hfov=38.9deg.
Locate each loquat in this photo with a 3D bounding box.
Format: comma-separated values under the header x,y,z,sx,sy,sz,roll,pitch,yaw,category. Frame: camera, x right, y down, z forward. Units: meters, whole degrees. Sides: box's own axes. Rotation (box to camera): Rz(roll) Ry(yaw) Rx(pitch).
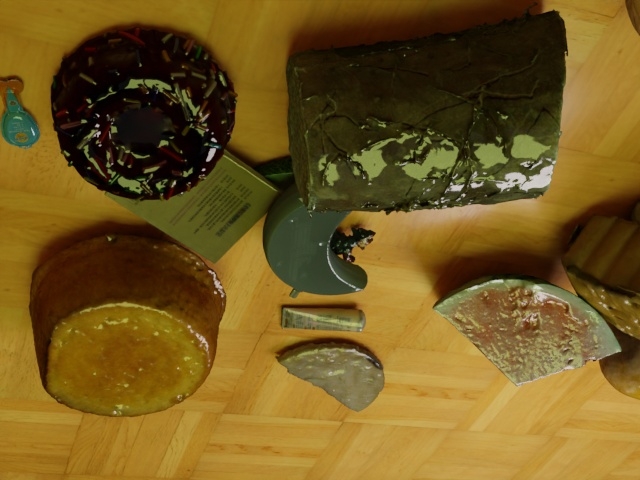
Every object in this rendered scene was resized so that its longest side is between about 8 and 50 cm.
x,y,z,sx,sy,sz,roll,pitch,yaw,category
0.603,0.185,1.599,0.238,0.193,0.238,7,154,4,loquat

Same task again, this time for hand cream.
x,y,z,sx,sy,sz,roll,pitch,yaw,category
0.005,0.133,1.527,0.143,0.039,0.061,4,143,-3,hand cream

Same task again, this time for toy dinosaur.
x,y,z,sx,sy,sz,roll,pitch,yaw,category
0.011,0.013,1.380,0.154,0.049,0.055,-15,141,-4,toy dinosaur

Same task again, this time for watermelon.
x,y,z,sx,sy,sz,roll,pitch,yaw,category
0.315,0.137,1.496,0.256,0.176,0.260,-23,114,42,watermelon

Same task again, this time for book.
x,y,z,sx,sy,sz,roll,pitch,yaw,category
-0.174,-0.064,1.250,0.192,0.013,0.168,35,122,-23,book

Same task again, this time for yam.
x,y,z,sx,sy,sz,roll,pitch,yaw,category
0.130,-0.150,1.103,0.348,0.241,0.241,-7,138,0,yam

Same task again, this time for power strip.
x,y,z,sx,sy,sz,roll,pitch,yaw,category
0.000,0.000,1.283,0.168,0.054,0.253,0,138,-11,power strip

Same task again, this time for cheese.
x,y,z,sx,sy,sz,roll,pitch,yaw,category
-0.382,-0.156,1.134,0.047,0.017,0.111,-8,138,-9,cheese

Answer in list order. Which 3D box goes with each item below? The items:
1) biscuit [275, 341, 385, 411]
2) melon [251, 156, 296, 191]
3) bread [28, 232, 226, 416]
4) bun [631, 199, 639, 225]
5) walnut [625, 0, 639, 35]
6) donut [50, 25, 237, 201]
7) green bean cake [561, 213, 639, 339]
x,y,z,sx,sy,sz,roll,pitch,yaw,category
0.044,0.238,1.645,0.133,0.032,0.250,-32,134,22,biscuit
-0.022,-0.083,1.289,0.262,0.053,0.114,-4,155,-3,melon
-0.288,0.132,1.352,0.312,0.172,0.312,-5,135,-5,bread
0.555,-0.034,1.438,0.115,0.069,0.115,-8,138,-7,bun
0.443,-0.307,1.035,0.195,0.195,0.221,-20,144,9,walnut
-0.218,-0.147,1.112,0.235,0.089,0.235,-3,128,-3,donut
0.511,0.075,1.426,0.131,0.230,0.224,-55,135,-6,green bean cake
